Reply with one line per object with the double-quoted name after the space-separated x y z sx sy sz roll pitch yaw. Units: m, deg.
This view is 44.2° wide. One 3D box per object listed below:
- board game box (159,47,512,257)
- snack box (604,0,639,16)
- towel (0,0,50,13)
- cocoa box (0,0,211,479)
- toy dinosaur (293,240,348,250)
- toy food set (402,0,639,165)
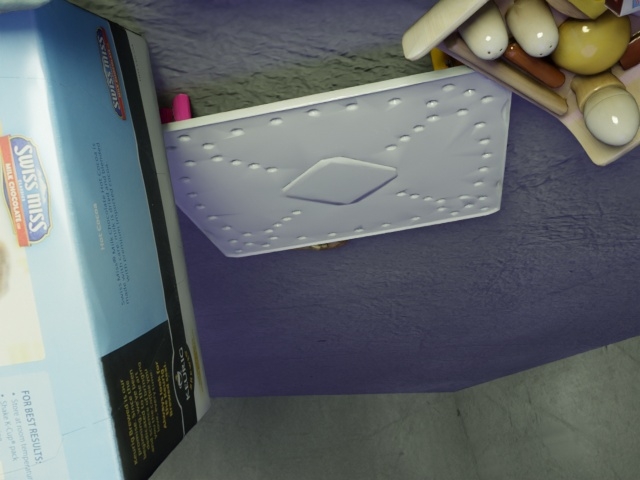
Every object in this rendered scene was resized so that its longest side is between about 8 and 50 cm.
0.021 -0.089 0.940 0.390 0.050 0.390 -10 160 7 "board game box"
0.230 -0.231 0.501 0.064 0.022 0.178 -20 141 -12 "snack box"
-0.345 -0.192 0.327 0.320 0.090 0.374 8 174 23 "towel"
-0.245 0.013 0.612 0.231 0.347 0.228 -9 -176 7 "cocoa box"
0.000 0.000 1.175 0.183 0.053 0.092 -12 161 14 "toy dinosaur"
0.244 -0.172 0.653 0.306 0.092 0.220 15 138 -43 "toy food set"
